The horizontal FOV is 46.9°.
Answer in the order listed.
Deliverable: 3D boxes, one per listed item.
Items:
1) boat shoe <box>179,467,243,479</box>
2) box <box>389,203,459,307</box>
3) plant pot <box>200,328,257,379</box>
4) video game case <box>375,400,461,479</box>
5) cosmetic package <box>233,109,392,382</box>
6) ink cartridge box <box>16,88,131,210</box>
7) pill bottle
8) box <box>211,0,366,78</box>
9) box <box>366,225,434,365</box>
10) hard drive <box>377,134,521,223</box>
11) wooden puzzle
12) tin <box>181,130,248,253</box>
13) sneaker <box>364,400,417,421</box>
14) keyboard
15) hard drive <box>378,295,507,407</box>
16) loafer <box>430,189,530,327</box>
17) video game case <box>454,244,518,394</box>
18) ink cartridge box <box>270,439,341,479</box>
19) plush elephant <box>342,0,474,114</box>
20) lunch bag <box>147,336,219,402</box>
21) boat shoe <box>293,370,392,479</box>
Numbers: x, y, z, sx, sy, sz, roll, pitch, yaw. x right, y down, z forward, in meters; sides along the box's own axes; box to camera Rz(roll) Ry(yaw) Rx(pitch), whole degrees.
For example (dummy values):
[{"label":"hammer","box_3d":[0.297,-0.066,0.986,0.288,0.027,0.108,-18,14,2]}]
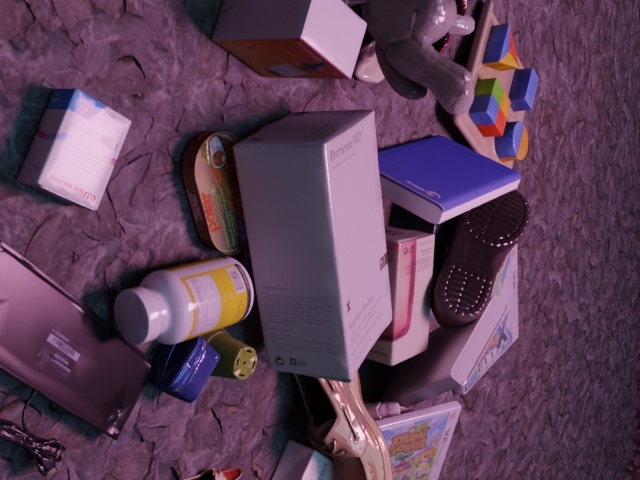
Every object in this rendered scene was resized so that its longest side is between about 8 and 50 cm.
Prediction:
[{"label":"boat shoe","box_3d":[-0.175,0.383,1.166,0.137,0.049,0.043,-7,102,-47]},{"label":"box","box_3d":[0.218,0.032,1.537,0.153,0.108,0.206,2,98,-52]},{"label":"plant pot","box_3d":[-0.142,0.179,1.128,0.083,0.079,0.083,-16,111,-49]},{"label":"video game case","box_3d":[0.166,0.411,1.430,0.213,0.023,0.193,-5,119,-32]},{"label":"cosmetic package","box_3d":[0.000,0.000,1.176,0.217,0.156,0.384,-47,136,-56]},{"label":"ink cartridge box","box_3d":[-0.293,-0.107,0.883,0.088,0.052,0.122,31,72,-51]},{"label":"pill bottle","box_3d":[-0.188,0.085,1.025,0.184,0.103,0.103,-14,109,-50]},{"label":"box","box_3d":[-0.045,-0.300,1.060,0.130,0.171,0.090,26,78,-51]},{"label":"box","box_3d":[0.114,0.096,1.384,0.127,0.149,0.232,-12,107,-50]},{"label":"hard drive","box_3d":[0.226,-0.128,1.424,0.319,0.210,0.040,-21,135,-48]},{"label":"wooden puzzle","box_3d":[0.426,-0.328,1.714,0.348,0.081,0.322,44,57,-49]},{"label":"tin","box_3d":[-0.148,-0.070,1.095,0.106,0.040,0.189,-40,129,-45]},{"label":"sneaker","box_3d":[0.158,0.418,1.508,0.305,0.152,0.114,52,26,-46]},{"label":"keyboard","box_3d":[-0.343,0.164,0.904,0.317,0.033,0.201,53,51,-43]},{"label":"hard drive","box_3d":[0.239,0.240,1.496,0.040,0.307,0.203,40,59,-3]},{"label":"loafer","box_3d":[0.302,0.026,1.479,0.366,0.134,0.130,-54,173,-32]},{"label":"video game case","box_3d":[0.431,0.191,1.913,0.329,0.036,0.299,-30,121,-45]},{"label":"ink cartridge box","box_3d":[-0.010,0.464,1.381,0.198,0.067,0.115,47,61,-45]},{"label":"plush elephant","box_3d":[0.164,-0.387,1.265,0.255,0.330,0.271,-43,148,-68]},{"label":"lunch bag","box_3d":[-0.198,0.175,1.064,0.065,0.067,0.098,51,58,-46]},{"label":"boat shoe","box_3d":[0.025,0.331,1.316,0.110,0.122,0.340,-18,88,-40]}]
